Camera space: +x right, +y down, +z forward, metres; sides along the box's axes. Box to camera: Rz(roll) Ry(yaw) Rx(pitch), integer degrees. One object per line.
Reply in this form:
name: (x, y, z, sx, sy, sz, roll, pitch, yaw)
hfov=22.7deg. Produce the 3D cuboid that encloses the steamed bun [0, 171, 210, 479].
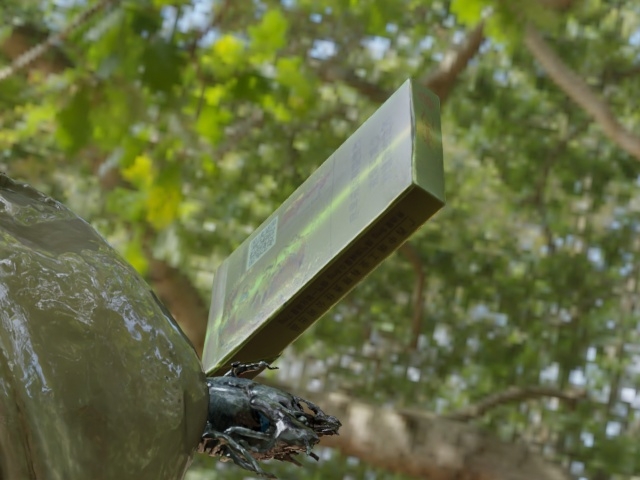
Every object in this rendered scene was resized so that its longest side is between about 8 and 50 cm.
steamed bun: (-0.255, 0.101, 0.945, 0.324, 0.310, 0.219, 50, 11, 9)

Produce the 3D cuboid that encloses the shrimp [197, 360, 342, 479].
shrimp: (-0.069, 0.116, 1.019, 0.174, 0.082, 0.076, -5, -63, 35)

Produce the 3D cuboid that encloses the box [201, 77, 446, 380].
box: (0.000, 0.000, 1.501, 0.043, 0.173, 0.311, 34, -58, -22)
